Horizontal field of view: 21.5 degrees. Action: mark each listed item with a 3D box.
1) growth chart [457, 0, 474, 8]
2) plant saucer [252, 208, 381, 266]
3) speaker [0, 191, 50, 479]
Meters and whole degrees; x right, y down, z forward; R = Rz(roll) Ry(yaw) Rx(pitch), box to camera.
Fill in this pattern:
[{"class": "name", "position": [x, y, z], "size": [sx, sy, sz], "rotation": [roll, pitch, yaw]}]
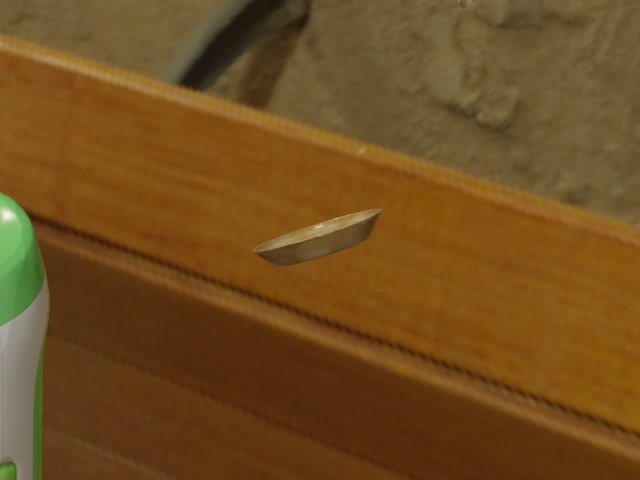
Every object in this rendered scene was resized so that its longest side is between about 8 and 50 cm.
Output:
[{"class": "growth chart", "position": [0.189, -0.346, 1.708], "size": [0.021, 0.172, 0.237], "rotation": [36, 157, 26]}, {"class": "plant saucer", "position": [0.000, 0.000, 1.035], "size": [0.083, 0.083, 0.015], "rotation": [-14, 96, 40]}, {"class": "speaker", "position": [-0.201, 0.120, 0.856], "size": [0.131, 0.131, 0.297], "rotation": [22, 125, 24]}]
